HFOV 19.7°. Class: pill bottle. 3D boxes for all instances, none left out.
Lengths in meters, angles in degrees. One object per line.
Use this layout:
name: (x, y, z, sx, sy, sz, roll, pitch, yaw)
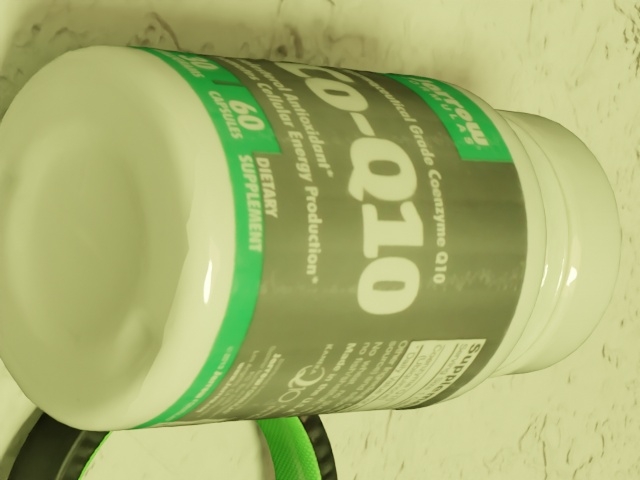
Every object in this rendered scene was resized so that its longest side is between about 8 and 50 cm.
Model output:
pill bottle: (0.000, 0.000, 1.071, 0.361, 0.204, 0.204, 0, 107, -45)

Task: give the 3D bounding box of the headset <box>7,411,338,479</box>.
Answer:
headset: (-0.073, 0.262, 1.126, 0.243, 0.185, 0.394, -3, 98, -44)
